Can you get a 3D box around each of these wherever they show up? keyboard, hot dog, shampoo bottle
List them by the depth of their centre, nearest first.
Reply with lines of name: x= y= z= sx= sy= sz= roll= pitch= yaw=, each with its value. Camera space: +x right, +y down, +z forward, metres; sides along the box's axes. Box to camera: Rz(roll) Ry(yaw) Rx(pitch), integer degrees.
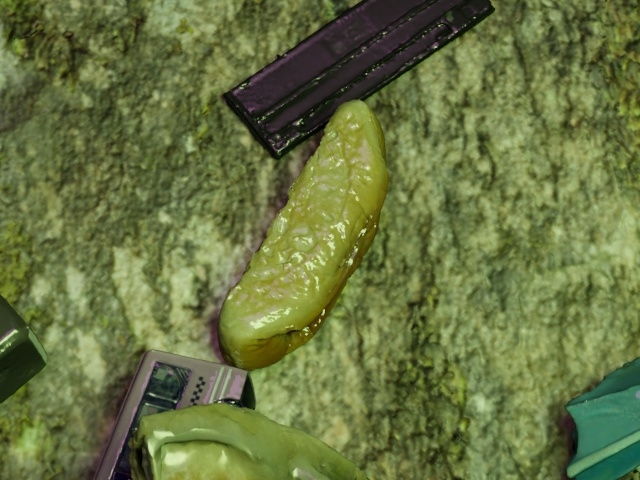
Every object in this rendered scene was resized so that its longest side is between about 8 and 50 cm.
hot dog: x=0.000 y=0.000 z=1.023 sx=0.073 sy=0.084 sz=0.242 roll=26 pitch=68 yaw=9
shampoo bottle: x=-0.327 y=0.027 z=1.024 sx=0.079 sy=0.080 sz=0.246 roll=-41 pitch=70 yaw=-17
keyboard: x=0.035 y=-0.169 z=1.136 sx=0.250 sy=0.017 sz=0.087 roll=-36 pitch=70 yaw=-13

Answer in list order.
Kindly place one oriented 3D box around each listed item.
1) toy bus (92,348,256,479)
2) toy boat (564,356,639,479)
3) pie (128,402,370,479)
toy bus: x=-0.115 y=0.185 z=0.932 sx=0.108 sy=0.096 sz=0.199 roll=16 pitch=66 yaw=8
toy boat: x=0.284 y=0.126 z=0.947 sx=0.238 sy=0.109 sz=0.098 roll=-21 pitch=91 yaw=-13
pie: x=-0.078 y=0.274 z=0.830 sx=0.337 sy=0.075 sz=0.337 roll=-4 pitch=101 yaw=-22
